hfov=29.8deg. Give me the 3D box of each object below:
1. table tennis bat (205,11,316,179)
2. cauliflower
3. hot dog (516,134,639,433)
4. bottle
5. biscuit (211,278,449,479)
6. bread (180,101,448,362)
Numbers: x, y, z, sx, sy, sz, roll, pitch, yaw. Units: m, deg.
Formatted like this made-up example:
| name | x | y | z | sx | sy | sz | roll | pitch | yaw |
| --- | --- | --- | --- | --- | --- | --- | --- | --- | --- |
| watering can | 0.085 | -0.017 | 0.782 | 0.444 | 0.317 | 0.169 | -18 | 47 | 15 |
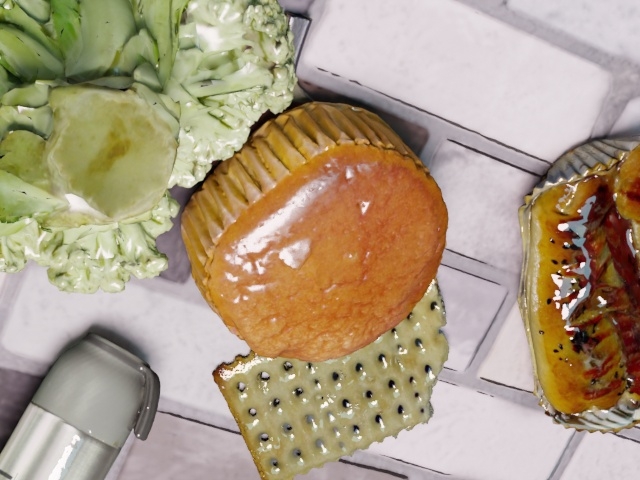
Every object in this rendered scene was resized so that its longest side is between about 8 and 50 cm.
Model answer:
| name | x | y | z | sx | sy | sz | roll | pitch | yaw |
| --- | --- | --- | --- | --- | --- | --- | --- | --- | --- |
| table tennis bat | -0.038 | -0.096 | 0.913 | 0.095 | 0.014 | 0.158 | 10 | 112 | -18 |
| cauliflower | -0.165 | -0.076 | 0.758 | 0.272 | 0.250 | 0.275 | 21 | 101 | -24 |
| hot dog | 0.247 | 0.041 | 1.010 | 0.163 | 0.082 | 0.270 | -12 | 116 | -8 |
| bottle | -0.210 | 0.195 | 0.912 | 0.096 | 0.079 | 0.253 | 25 | 78 | 18 |
| biscuit | 0.022 | 0.125 | 1.022 | 0.203 | 0.016 | 0.144 | -21 | 116 | -4 |
| bread | -0.001 | 0.000 | 0.906 | 0.199 | 0.104 | 0.199 | -9 | 121 | -15 |
